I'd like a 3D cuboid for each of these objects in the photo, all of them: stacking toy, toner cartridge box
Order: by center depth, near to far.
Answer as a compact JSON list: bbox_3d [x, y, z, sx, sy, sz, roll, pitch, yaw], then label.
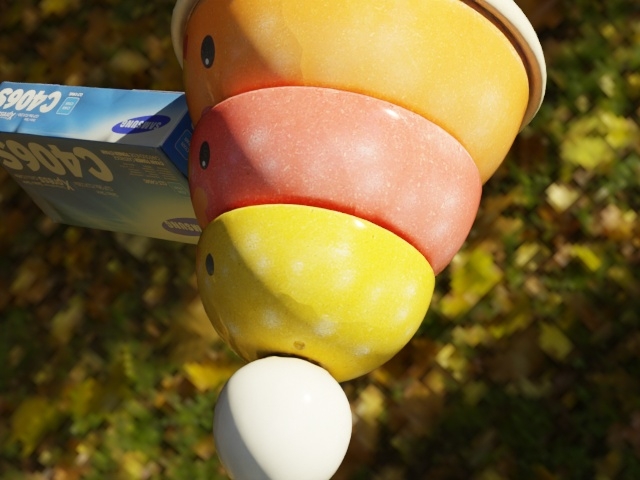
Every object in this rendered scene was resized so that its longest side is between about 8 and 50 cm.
[{"bbox_3d":[0.000,0.000,1.666,0.350,0.350,0.480,-18,50,41],"label":"stacking toy"},{"bbox_3d":[-0.211,-0.082,2.009,0.348,0.165,0.075,8,57,48],"label":"toner cartridge box"}]
